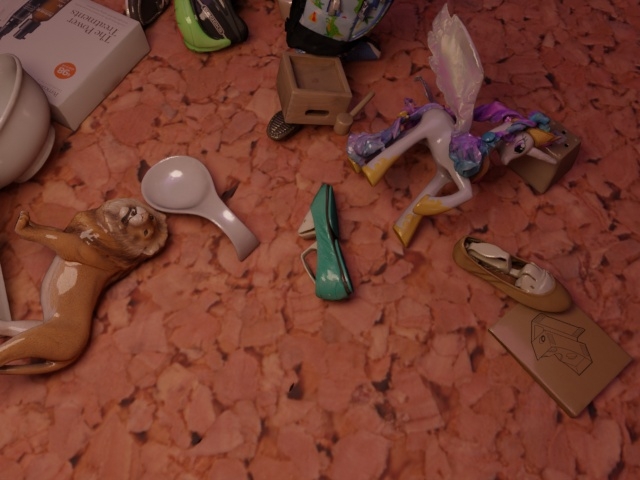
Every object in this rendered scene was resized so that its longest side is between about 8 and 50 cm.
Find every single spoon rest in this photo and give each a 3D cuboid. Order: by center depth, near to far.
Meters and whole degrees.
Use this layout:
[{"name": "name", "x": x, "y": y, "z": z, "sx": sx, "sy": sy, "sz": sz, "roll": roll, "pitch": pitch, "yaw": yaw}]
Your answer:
[{"name": "spoon rest", "x": -0.239, "y": -0.075, "z": 0.990, "sx": 0.276, "sy": 0.084, "sz": 0.137, "roll": 38, "pitch": 69, "yaw": 15}]

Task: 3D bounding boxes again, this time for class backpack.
[{"name": "backpack", "x": 0.081, "y": -0.579, "z": 1.000, "sx": 0.273, "sy": 0.356, "sz": 0.290, "roll": 15, "pitch": 44, "yaw": 5}]

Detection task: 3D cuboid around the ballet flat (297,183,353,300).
[{"name": "ballet flat", "x": 0.000, "y": 0.000, "z": 0.964, "sx": 0.087, "sy": 0.083, "sz": 0.248, "roll": -13, "pitch": 63, "yaw": 8}]

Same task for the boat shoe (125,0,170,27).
[{"name": "boat shoe", "x": -0.403, "y": -0.664, "z": 1.256, "sx": 0.095, "sy": 0.112, "sz": 0.335, "roll": 3, "pitch": 61, "yaw": 5}]

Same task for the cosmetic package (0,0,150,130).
[{"name": "cosmetic package", "x": -0.640, "y": -0.451, "z": 1.158, "sx": 0.377, "sy": 0.097, "sz": 0.285, "roll": 26, "pitch": 69, "yaw": 11}]

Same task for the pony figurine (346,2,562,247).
[{"name": "pony figurine", "x": 0.239, "y": -0.216, "z": 0.990, "sx": 0.363, "sy": 0.303, "sz": 0.351, "roll": -32, "pitch": 77, "yaw": 0}]

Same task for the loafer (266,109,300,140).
[{"name": "loafer", "x": -0.065, "y": -0.266, "z": 1.103, "sx": 0.056, "sy": 0.050, "sz": 0.148, "roll": 35, "pitch": 65, "yaw": 9}]

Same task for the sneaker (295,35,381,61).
[{"name": "sneaker", "x": 0.039, "y": -0.451, "z": 1.192, "sx": 0.211, "sy": 0.080, "sz": 0.081, "roll": 10, "pitch": 86, "yaw": 5}]

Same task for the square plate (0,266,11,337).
[{"name": "square plate", "x": -0.735, "y": 0.020, "z": 0.848, "sx": 0.343, "sy": 0.049, "sz": 0.348, "roll": -4, "pitch": 101, "yaw": -2}]

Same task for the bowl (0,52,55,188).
[{"name": "bowl", "x": -0.630, "y": -0.207, "z": 0.988, "sx": 0.297, "sy": 0.134, "sz": 0.298, "roll": -14, "pitch": 61, "yaw": 28}]

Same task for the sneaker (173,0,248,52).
[{"name": "sneaker", "x": -0.252, "y": -0.687, "z": 1.208, "sx": 0.202, "sy": 0.185, "sz": 0.483, "roll": -2, "pitch": 89, "yaw": -10}]

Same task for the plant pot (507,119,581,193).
[{"name": "plant pot", "x": 0.477, "y": -0.186, "z": 1.052, "sx": 0.109, "sy": 0.096, "sz": 0.109, "roll": -38, "pitch": 71, "yaw": -17}]

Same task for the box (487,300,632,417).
[{"name": "box", "x": 0.435, "y": 0.190, "z": 0.912, "sx": 0.164, "sy": 0.021, "sz": 0.201, "roll": -35, "pitch": 71, "yaw": -17}]

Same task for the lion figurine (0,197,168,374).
[{"name": "lion figurine", "x": -0.443, "y": 0.089, "z": 0.883, "sx": 0.240, "sy": 0.142, "sz": 0.392, "roll": 26, "pitch": 78, "yaw": -30}]

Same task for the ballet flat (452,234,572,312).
[{"name": "ballet flat", "x": 0.355, "y": 0.059, "z": 0.927, "sx": 0.232, "sy": 0.073, "sz": 0.080, "roll": 25, "pitch": 63, "yaw": 19}]

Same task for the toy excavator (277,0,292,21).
[{"name": "toy excavator", "x": -0.135, "y": -0.815, "z": 1.307, "sx": 0.432, "sy": 0.222, "sz": 0.445, "roll": 22, "pitch": 80, "yaw": 8}]

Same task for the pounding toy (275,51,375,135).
[{"name": "pounding toy", "x": 0.016, "y": -0.282, "z": 1.039, "sx": 0.181, "sy": 0.094, "sz": 0.206, "roll": -2, "pitch": 57, "yaw": -19}]
